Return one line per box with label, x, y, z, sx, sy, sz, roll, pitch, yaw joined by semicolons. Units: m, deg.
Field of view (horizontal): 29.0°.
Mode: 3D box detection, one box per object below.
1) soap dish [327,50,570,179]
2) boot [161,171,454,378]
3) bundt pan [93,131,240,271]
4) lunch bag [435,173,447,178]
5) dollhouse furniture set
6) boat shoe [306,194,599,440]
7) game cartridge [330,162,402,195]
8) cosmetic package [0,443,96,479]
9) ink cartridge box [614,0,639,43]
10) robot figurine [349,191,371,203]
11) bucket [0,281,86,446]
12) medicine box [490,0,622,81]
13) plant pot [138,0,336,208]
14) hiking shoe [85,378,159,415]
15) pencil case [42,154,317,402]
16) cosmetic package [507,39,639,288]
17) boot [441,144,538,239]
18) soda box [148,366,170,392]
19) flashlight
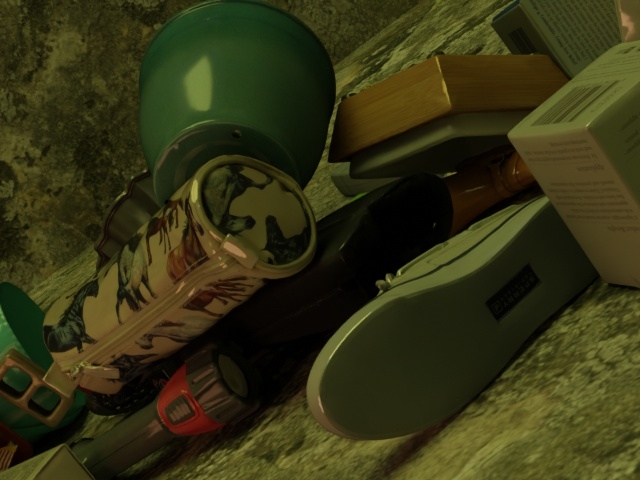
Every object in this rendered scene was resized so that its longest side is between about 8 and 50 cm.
soap dish;0.180;-0.169;1.667;0.291;0.118;0.229;-9;-8;-44
boot;-0.001;0.002;1.609;0.445;0.146;0.367;-33;23;50
bundt pan;-0.181;-0.004;1.929;0.331;0.124;0.331;-32;-34;-25
lunch bag;0.142;-0.118;1.889;0.053;0.083;0.071;-39;14;-14
dollhouse furniture set;-0.434;0.231;1.736;0.374;0.152;0.201;-53;12;7
boat shoe;0.115;0.065;1.226;0.367;0.136;0.156;-38;14;-22
game cartridge;0.146;-0.157;2.087;0.198;0.062;0.297;-38;13;-30
cosmetic package;-0.413;0.375;1.499;0.309;0.113;0.160;-25;17;34
ink cartridge box;0.481;-0.295;1.470;0.237;0.100;0.172;-4;26;22
robot figurine;0.079;-0.036;1.798;0.101;0.067;0.115;-26;11;-14
bucket;-0.513;0.214;1.972;0.183;0.281;0.281;-33;14;2
medicine box;0.422;-0.358;1.800;0.289;0.149;0.263;-36;3;1
plant pot;-0.115;-0.139;1.600;0.271;0.272;0.255;-31;29;20
hiking shoe;-0.258;0.191;1.858;0.227;0.086;0.114;-37;-3;-24
pencil case;-0.176;0.051;1.471;0.410;0.160;0.183;-37;26;42
cosmetic package;0.302;-0.070;1.122;0.151;0.184;0.151;-39;14;-13
boot;0.213;-0.065;1.573;0.152;0.073;0.197;-12;31;46
soda box;-0.173;0.156;1.770;0.053;0.060;0.169;-23;19;46
flashlight;-0.212;0.234;1.537;0.304;0.103;0.103;-34;39;23
